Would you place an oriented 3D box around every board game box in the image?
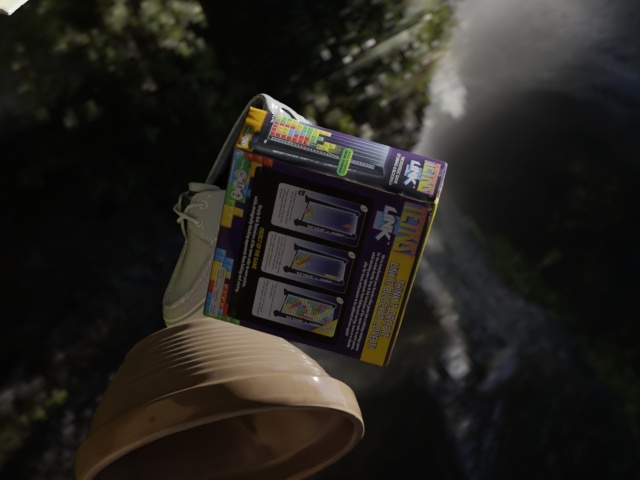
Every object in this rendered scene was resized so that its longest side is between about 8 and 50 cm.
[{"bbox_3d":[0.000,0.000,1.274,0.141,0.048,0.170,16,-45,1],"label":"board game box"}]

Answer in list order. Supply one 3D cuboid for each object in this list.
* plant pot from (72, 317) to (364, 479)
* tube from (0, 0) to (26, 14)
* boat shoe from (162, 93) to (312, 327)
[{"bbox_3d":[-0.091,0.134,1.489,0.237,0.237,0.109,-42,-124,48],"label":"plant pot"},{"bbox_3d":[-0.201,-0.115,0.592,0.240,0.070,0.062,16,-28,2],"label":"tube"},{"bbox_3d":[-0.088,-0.027,1.600,0.081,0.227,0.079,39,-19,-29],"label":"boat shoe"}]
